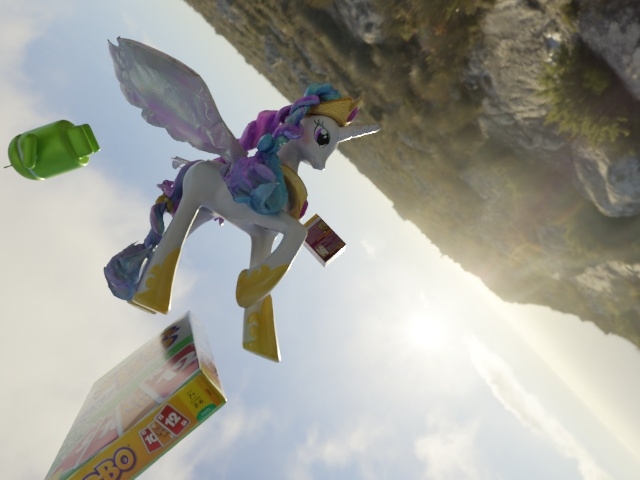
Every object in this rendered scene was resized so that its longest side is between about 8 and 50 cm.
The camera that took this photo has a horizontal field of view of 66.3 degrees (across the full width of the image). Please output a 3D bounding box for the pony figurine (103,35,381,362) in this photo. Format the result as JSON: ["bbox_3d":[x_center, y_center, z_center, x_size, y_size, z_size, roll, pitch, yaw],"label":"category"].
[{"bbox_3d":[-0.132,-0.069,0.651,0.350,0.364,0.303,16,162,18],"label":"pony figurine"}]

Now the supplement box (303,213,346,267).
[{"bbox_3d":[0.000,0.000,0.917,0.083,0.055,0.043,47,166,11],"label":"supplement box"}]

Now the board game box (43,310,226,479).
[{"bbox_3d":[-0.151,0.126,0.422,0.039,0.124,0.259,54,168,-9],"label":"board game box"}]

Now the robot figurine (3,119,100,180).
[{"bbox_3d":[-0.361,-0.120,0.658,0.101,0.115,0.067,-100,-8,-70],"label":"robot figurine"}]
